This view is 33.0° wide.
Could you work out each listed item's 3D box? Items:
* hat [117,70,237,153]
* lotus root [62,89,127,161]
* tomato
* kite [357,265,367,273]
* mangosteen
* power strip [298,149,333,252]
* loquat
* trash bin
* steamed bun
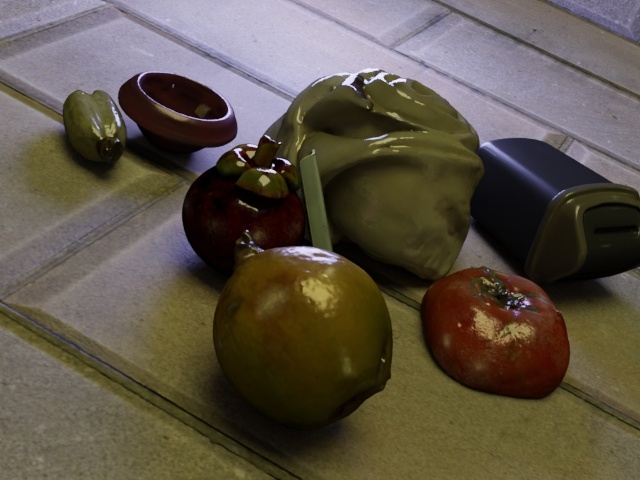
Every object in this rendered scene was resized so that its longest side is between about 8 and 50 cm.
[{"bbox_3d":[-0.230,-0.194,1.723,0.205,0.089,0.205,20,28,-11],"label":"hat"},{"bbox_3d":[-0.338,-0.167,1.625,0.090,0.077,0.183,-5,35,-24],"label":"lotus root"},{"bbox_3d":[0.251,0.114,1.520,0.236,0.095,0.237,14,31,-9],"label":"tomato"},{"bbox_3d":[0.014,0.056,1.554,0.152,0.005,0.137,-15,45,-44],"label":"kite"},{"bbox_3d":[-0.098,-0.048,1.463,0.200,0.200,0.200,15,31,-9],"label":"mangosteen"},{"bbox_3d":[0.000,0.000,1.482,0.027,0.253,0.060,-9,-9,-5],"label":"power strip"},{"bbox_3d":[-0.034,0.096,1.251,0.213,0.213,0.246,-20,70,-48],"label":"loquat"},{"bbox_3d":[0.385,-0.045,1.775,0.209,0.182,0.290,-5,34,-34],"label":"trash bin"},{"bbox_3d":[0.097,-0.130,1.659,0.342,0.255,0.368,10,34,-21],"label":"steamed bun"}]
